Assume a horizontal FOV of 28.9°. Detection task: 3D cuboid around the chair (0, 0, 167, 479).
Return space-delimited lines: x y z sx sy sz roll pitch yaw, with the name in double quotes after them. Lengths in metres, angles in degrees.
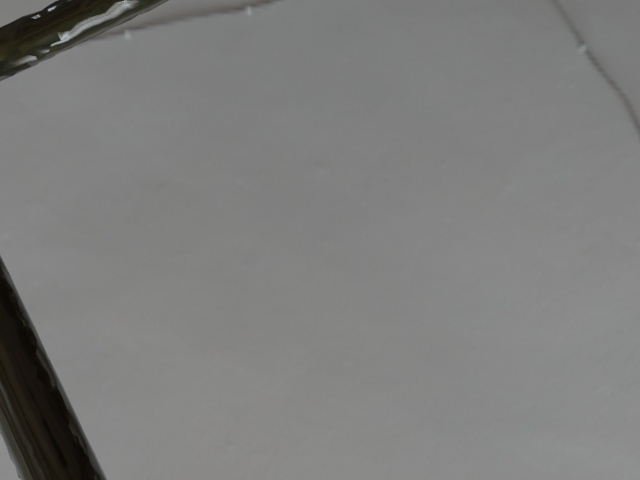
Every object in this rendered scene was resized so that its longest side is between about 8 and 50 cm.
0.000 0.000 0.213 0.362 0.364 0.410 -22 -96 12 "chair"
